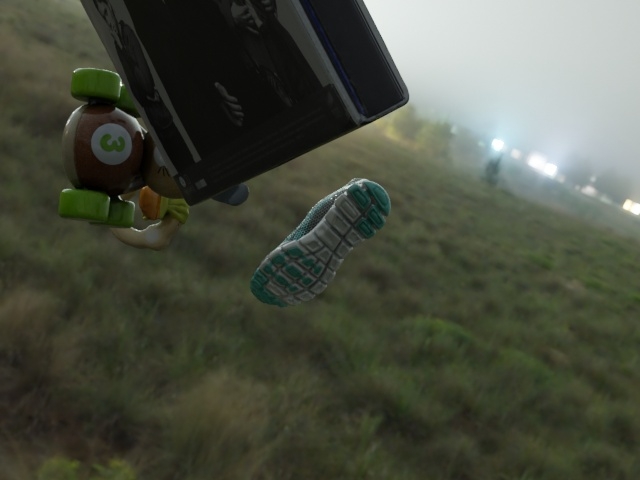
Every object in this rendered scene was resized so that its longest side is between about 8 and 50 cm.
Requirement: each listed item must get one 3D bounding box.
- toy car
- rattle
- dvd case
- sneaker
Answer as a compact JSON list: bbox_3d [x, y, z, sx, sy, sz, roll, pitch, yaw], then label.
[{"bbox_3d":[-0.165,-0.090,1.148,0.188,0.155,0.149,4,-4,11],"label":"toy car"},{"bbox_3d":[-0.293,-0.072,1.532,0.199,0.130,0.142,36,16,21],"label":"rattle"},{"bbox_3d":[-0.070,-0.136,0.427,0.239,0.029,0.179,63,-26,-6],"label":"dvd case"},{"bbox_3d":[0.000,0.000,1.067,0.065,0.166,0.076,48,10,-15],"label":"sneaker"}]
